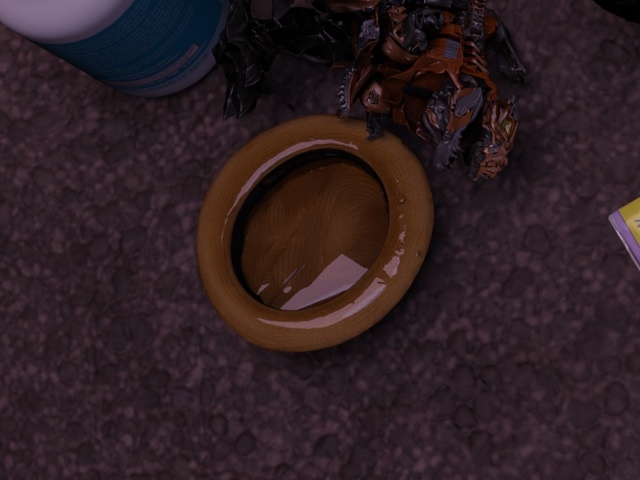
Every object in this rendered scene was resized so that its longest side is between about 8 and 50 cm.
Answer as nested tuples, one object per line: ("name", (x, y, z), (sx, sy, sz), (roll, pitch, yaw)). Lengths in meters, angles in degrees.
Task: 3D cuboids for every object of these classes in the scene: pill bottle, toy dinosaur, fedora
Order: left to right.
("pill bottle", (-0.174, -0.208, 1.467), (0.146, 0.264, 0.146), (-3, 80, 18))
("fedora", (0.000, 0.000, 1.468), (0.194, 0.079, 0.194), (-4, 72, 13))
("toy dinosaur", (0.036, -0.172, 1.458), (0.322, 0.218, 0.164), (-128, 40, -50))

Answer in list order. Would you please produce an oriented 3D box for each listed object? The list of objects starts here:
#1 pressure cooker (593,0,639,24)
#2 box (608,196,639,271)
("pressure cooker", (0.341, -0.363, 1.253), (0.375, 0.370, 0.420), (1, 83, 15))
("box", (0.313, 0.063, 1.261), (0.117, 0.243, 0.213), (-32, 71, 12))
